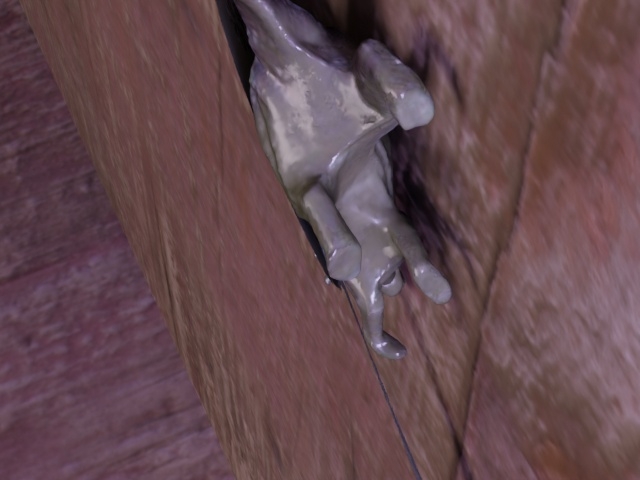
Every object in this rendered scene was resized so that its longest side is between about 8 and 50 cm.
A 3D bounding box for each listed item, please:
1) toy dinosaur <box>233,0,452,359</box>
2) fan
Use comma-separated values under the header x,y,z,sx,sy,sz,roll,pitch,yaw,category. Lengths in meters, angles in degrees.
x,y,z,sx,sy,sz,roll,pitch,yaw,category
0.011,-0.040,0.988,0.294,0.077,0.162,80,165,-48,toy dinosaur
-0.001,0.000,1.126,0.233,0.012,0.415,-55,-56,-81,fan
